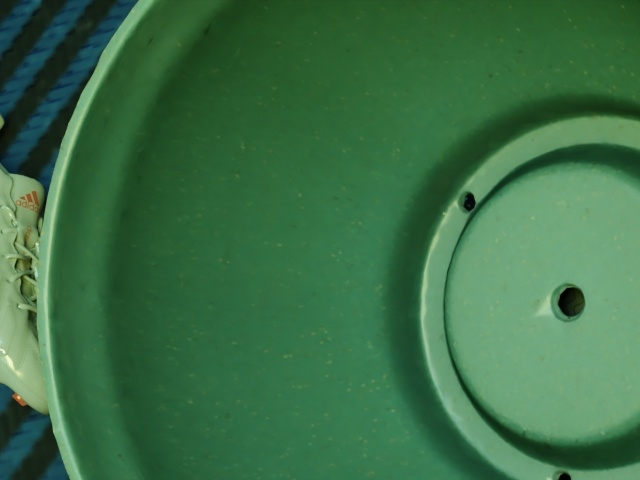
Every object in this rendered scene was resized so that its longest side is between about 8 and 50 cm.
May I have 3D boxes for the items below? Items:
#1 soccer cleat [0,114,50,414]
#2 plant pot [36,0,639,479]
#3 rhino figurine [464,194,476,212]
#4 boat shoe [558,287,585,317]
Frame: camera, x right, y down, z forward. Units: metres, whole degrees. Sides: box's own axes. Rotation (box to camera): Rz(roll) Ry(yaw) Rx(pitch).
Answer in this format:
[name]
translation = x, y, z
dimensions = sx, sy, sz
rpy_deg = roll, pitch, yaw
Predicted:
[soccer cleat]
translation = -0.174, 0.006, 0.983
dimensions = 0.076, 0.068, 0.196
rpy_deg = -34, 59, 3
[plant pot]
translation = 0.067, 0.021, 0.698
dimensions = 0.293, 0.196, 0.293
rpy_deg = -4, 83, 32
[rhino figurine]
translation = 0.000, 0.000, 0.911
dimensions = 0.243, 0.073, 0.106
rpy_deg = -17, 68, 13
[boat shoe]
translation = 0.229, 0.087, 0.774
dimensions = 0.320, 0.103, 0.118
rpy_deg = 29, 100, 27
